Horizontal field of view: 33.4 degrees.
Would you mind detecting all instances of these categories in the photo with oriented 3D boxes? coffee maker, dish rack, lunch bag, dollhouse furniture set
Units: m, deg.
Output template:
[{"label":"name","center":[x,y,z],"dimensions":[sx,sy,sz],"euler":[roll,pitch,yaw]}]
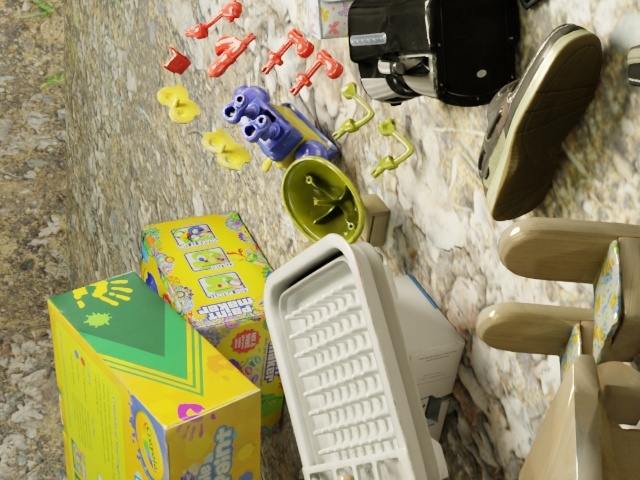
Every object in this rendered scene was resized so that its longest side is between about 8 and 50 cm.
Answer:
[{"label":"coffee maker","center":[0.116,-0.222,1.090],"dimensions":[0.178,0.120,0.171],"euler":[20,93,63]},{"label":"dish rack","center":[0.040,0.171,1.233],"dimensions":[0.285,0.072,0.333],"euler":[-35,68,63]},{"label":"lunch bag","center":[0.021,-0.291,1.307],"dimensions":[0.053,0.071,0.083],"euler":[-148,54,-62]},{"label":"dollhouse furniture set","center":[0.000,0.000,1.427],"dimensions":[0.161,0.101,0.182],"euler":[-127,35,-47]},{"label":"dollhouse furniture set","center":[0.136,0.230,0.853],"dimensions":[0.394,0.256,0.362],"euler":[91,-176,-57]}]

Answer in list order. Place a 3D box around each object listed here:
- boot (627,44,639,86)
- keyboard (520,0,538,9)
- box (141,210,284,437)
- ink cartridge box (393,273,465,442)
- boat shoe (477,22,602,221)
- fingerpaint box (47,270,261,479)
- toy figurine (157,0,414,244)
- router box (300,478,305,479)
[{"label":"boot","center":[0.288,-0.037,0.742],"dimensions":[0.236,0.085,0.178],"euler":[34,120,54]},{"label":"keyboard","center":[0.177,-0.317,0.980],"dimensions":[0.100,0.038,0.192],"euler":[144,113,-64]},{"label":"box","center":[-0.184,0.153,1.820],"dimensions":[0.279,0.177,0.290],"euler":[54,145,45]},{"label":"ink cartridge box","center":[0.092,0.159,1.301],"dimensions":[0.139,0.082,0.190],"euler":[-126,34,-45]},{"label":"boat shoe","center":[0.188,-0.113,0.980],"dimensions":[0.073,0.080,0.223],"euler":[57,152,33]},{"label":"fingerpaint box","center":[-0.254,0.332,1.653],"dimensions":[0.371,0.163,0.445],"euler":[35,134,43]},{"label":"toy figurine","center":[-0.015,-0.142,1.396],"dimensions":[0.362,0.217,0.191],"euler":[43,99,21]},{"label":"router box","center":[-0.008,0.442,1.576],"dimensions":[0.046,0.133,0.179],"euler":[146,112,-65]}]
